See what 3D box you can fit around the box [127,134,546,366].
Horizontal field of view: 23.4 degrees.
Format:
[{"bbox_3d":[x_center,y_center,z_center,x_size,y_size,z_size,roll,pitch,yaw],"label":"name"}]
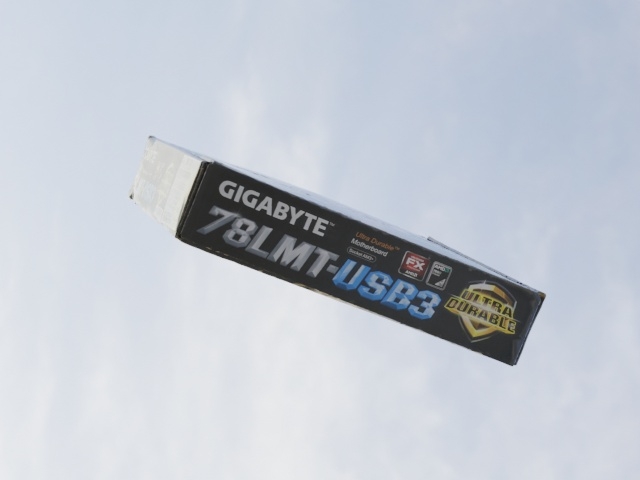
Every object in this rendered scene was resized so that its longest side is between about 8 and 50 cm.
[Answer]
[{"bbox_3d":[0.000,0.000,1.294,0.293,0.295,0.073,-145,-104,-74],"label":"box"}]
